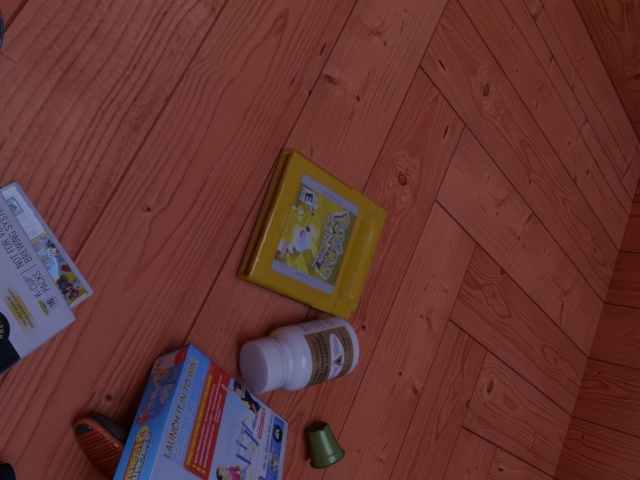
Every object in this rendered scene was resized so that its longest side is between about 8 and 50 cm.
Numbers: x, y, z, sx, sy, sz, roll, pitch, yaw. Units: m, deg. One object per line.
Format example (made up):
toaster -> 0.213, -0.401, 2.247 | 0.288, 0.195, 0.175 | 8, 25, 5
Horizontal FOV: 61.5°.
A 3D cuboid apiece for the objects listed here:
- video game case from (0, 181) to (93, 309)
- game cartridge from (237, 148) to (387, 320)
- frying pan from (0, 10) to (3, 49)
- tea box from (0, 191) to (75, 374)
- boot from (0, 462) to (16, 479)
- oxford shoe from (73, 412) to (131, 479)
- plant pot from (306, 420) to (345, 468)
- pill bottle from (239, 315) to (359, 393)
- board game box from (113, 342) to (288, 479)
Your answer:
video game case -> -0.480, 0.061, 0.770 | 0.227, 0.026, 0.206 | -41, 119, -32
game cartridge -> 0.000, 0.000, 1.169 | 0.323, 0.052, 0.285 | 27, 77, -39
frying pan -> -0.538, -0.227, 0.672 | 0.197, 0.053, 0.326 | 28, 78, -39
tea box -> -0.505, 0.033, 0.541 | 0.323, 0.220, 0.329 | -42, 124, -43
boot -> -0.527, 0.441, 0.716 | 0.207, 0.094, 0.246 | 1, 87, -45
oxford shoe -> -0.303, 0.369, 0.929 | 0.271, 0.097, 0.098 | 51, 33, -25
plant pot -> 0.004, 0.453, 1.207 | 0.083, 0.083, 0.079 | -21, 95, -38
pill bottle -> -0.042, 0.235, 1.101 | 0.229, 0.131, 0.131 | -5, 97, -41
board game box -> -0.189, 0.390, 0.917 | 0.302, 0.086, 0.308 | 50, 29, -32
